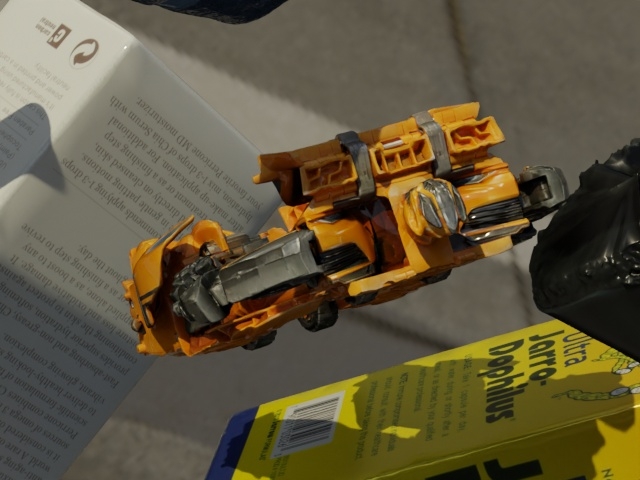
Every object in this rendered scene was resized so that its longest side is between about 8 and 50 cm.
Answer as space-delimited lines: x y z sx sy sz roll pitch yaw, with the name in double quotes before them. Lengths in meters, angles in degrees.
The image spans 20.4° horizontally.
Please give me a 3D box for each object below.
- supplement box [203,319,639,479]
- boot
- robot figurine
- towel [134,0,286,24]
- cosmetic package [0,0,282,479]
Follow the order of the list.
"supplement box" 0.122 0.183 1.141 0.195 0.357 0.194 -70 141 -72
"boot" 0.180 0.057 0.844 0.207 0.246 0.094 26 34 -18
"robot figurine" 0.000 0.000 0.934 0.211 0.291 0.085 -16 85 -24
"towel" -0.045 -0.117 0.730 0.119 0.067 0.029 3 56 -62
"cosmetic package" -0.259 0.048 1.390 0.161 0.453 0.230 35 -5 44
